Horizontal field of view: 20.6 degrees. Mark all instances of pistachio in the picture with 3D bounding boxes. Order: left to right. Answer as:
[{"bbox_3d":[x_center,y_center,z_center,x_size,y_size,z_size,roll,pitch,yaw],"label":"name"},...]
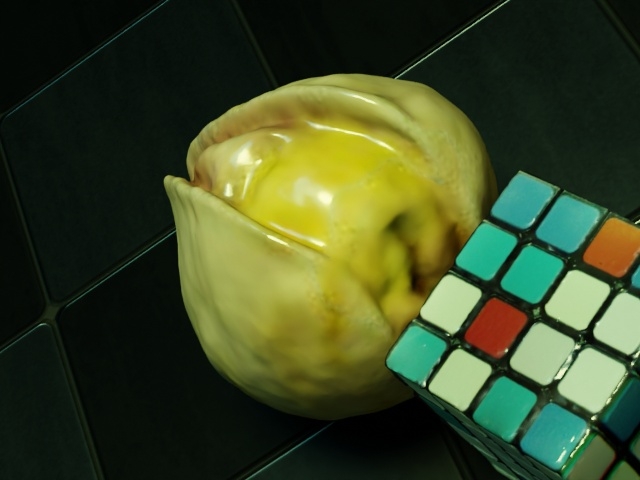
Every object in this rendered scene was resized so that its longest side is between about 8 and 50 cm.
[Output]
[{"bbox_3d":[0.000,0.000,1.161,0.229,0.309,0.230,1,79,-4],"label":"pistachio"}]

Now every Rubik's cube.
[{"bbox_3d":[0.161,0.077,1.056,0.154,0.155,0.151,28,78,44],"label":"Rubik's cube"}]
